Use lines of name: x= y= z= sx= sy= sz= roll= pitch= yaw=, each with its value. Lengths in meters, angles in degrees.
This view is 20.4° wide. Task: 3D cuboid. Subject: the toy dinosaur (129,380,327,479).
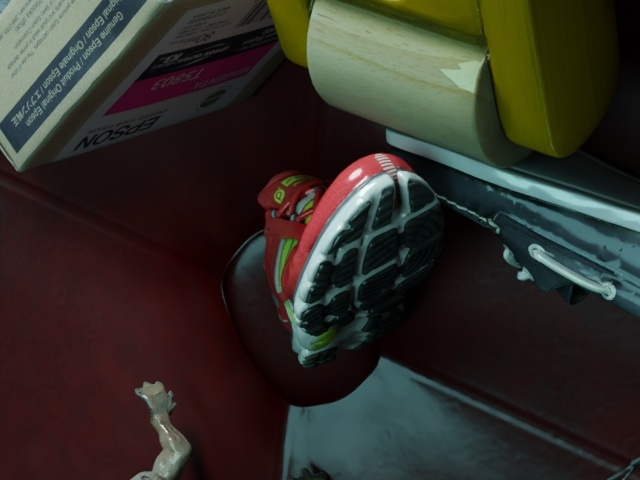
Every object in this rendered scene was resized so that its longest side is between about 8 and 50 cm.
toy dinosaur: x=-0.101 y=0.253 z=1.416 sx=0.295 sy=0.127 sz=0.200 roll=24 pitch=128 yaw=17

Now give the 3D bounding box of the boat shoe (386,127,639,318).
boat shoe: x=0.166 y=-0.001 z=1.102 sx=0.302 sy=0.114 sz=0.091 roll=21 pitch=113 yaw=33

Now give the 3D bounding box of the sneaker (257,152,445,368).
sneaker: x=0.000 y=0.000 z=1.189 sx=0.118 sy=0.107 sz=0.279 roll=60 pitch=162 yaw=14

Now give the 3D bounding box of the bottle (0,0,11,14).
bottle: x=-0.201 y=-0.181 z=1.287 sx=0.118 sy=0.092 sz=0.283 roll=18 pitch=148 yaw=-13

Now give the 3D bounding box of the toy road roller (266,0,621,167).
toy road roller: x=0.094 y=-0.232 z=1.035 sx=0.202 sy=0.240 sz=0.329 roll=23 pitch=145 yaw=33

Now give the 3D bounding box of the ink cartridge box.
ink cartridge box: x=-0.094 y=-0.152 z=1.178 sx=0.088 sy=0.234 sz=0.193 roll=55 pitch=132 yaw=10

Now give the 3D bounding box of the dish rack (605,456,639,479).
dish rack: x=0.211 y=0.256 z=1.186 sx=0.271 sy=0.074 sz=0.208 roll=-41 pitch=80 yaw=40
